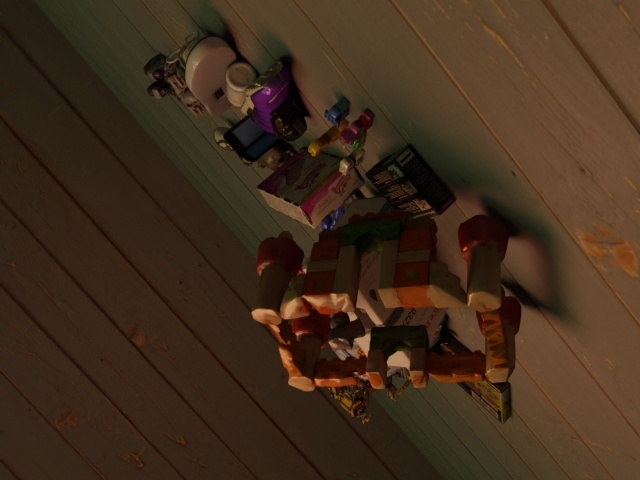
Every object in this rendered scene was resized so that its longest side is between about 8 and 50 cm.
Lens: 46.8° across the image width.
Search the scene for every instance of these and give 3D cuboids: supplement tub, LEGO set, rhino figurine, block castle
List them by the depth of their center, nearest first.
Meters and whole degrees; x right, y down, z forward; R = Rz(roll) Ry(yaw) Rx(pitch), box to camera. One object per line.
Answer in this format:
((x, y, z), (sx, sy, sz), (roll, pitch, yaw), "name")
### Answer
((0.121, 0.105, 1.338), (0.453, 0.213, 0.303), (-6, 136, 18), "block castle")
((0.031, -0.195, 1.440), (0.087, 0.093, 0.227), (46, 167, 11), "LEGO set")
((-0.185, -0.362, 1.716), (0.071, 0.071, 0.107), (47, 168, 4), "supplement tub")
((-0.117, -0.216, 1.926), (0.243, 0.073, 0.106), (29, 160, 52), "rhino figurine")
((0.211, 0.442, 2.329), (0.192, 0.331, 0.255), (33, 140, 44), "LEGO set")

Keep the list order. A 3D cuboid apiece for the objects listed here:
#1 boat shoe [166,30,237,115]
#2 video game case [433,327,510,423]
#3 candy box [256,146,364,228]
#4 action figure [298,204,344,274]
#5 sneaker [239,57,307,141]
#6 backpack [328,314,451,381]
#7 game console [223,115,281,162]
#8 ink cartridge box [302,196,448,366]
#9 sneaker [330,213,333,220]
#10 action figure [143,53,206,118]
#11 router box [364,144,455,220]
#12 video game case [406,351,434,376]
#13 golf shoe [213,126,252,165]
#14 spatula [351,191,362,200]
((-0.282, -0.426, 1.758), (0.156, 0.136, 0.367), (51, 177, 5), "boat shoe")
((0.398, 0.355, 1.999), (0.275, 0.035, 0.248), (41, 166, 32), "video game case")
((-0.028, -0.127, 1.693), (0.071, 0.159, 0.233), (55, 165, -30), "candy box")
((0.000, 0.000, 1.812), (0.091, 0.139, 0.280), (28, 136, 49), "action figure")
((-0.082, -0.284, 1.569), (0.146, 0.102, 0.293), (45, 173, -6), "sneaker")
((0.153, 0.212, 1.863), (0.276, 0.263, 0.213), (42, 166, 28), "backpack")
((-0.160, -0.261, 1.818), (0.107, 0.122, 0.071), (50, 167, -4), "game console")
((0.136, 0.091, 1.598), (0.129, 0.223, 0.307), (-3, 131, 46), "ink cartridge box")
((0.065, 0.008, 1.938), (0.235, 0.095, 0.090), (37, 165, 47), "sneaker")
((-0.426, -0.462, 2.189), (0.285, 0.099, 0.185), (31, 152, 43), "action figure")
((0.164, -0.100, 1.386), (0.133, 0.046, 0.179), (49, 168, -6), "router box")
((0.253, 0.304, 1.996), (0.173, 0.022, 0.190), (43, -161, 32), "video game case")
((-0.241, -0.298, 2.128), (0.198, 0.077, 0.094), (34, 148, 34), "golf shoe")
((0.145, -0.020, 1.727), (0.296, 0.030, 0.084), (51, 166, -13), "spatula")
